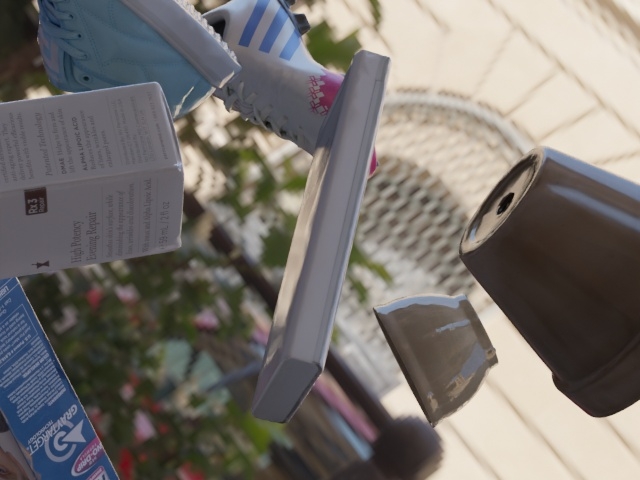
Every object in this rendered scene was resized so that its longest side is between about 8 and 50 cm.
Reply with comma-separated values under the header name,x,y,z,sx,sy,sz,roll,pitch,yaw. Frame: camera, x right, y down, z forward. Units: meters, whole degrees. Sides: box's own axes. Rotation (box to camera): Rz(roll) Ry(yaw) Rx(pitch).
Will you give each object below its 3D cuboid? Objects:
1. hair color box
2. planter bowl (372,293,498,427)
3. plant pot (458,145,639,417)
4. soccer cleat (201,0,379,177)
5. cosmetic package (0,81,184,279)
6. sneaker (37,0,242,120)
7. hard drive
name,x,y,z,sx,sy,sz,roll,pitch,yaw
hair color box,-0.380,0.177,2.042,0.174,0.105,0.347,7,-50,41
planter bowl,0.147,0.130,2.119,0.162,0.109,0.162,154,-90,-89
plant pot,0.351,0.028,2.353,0.280,0.323,0.323,37,-11,-10
soccer cleat,-0.048,-0.158,1.951,0.331,0.143,0.116,-123,-159,-46
cosmetic package,-0.218,-0.035,1.254,0.117,0.231,0.085,98,-23,-57
sneaker,-0.219,-0.210,1.675,0.366,0.150,0.135,41,7,-48
hard drive,0.000,0.000,1.656,0.040,0.307,0.203,15,-22,-6
